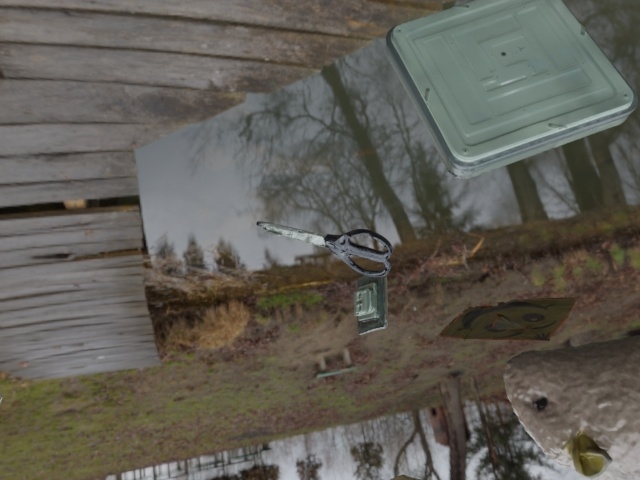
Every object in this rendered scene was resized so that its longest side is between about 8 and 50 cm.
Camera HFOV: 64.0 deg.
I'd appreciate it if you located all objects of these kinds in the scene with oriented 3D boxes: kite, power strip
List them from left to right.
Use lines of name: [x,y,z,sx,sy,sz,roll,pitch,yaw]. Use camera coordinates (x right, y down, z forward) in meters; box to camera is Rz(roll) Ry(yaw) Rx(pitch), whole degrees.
power strip: [0.151,0.206,1.718,0.064,0.199,0.213,6,161,-22]
kite: [0.475,0.195,1.259,0.377,0.013,0.327,-13,-173,-3]

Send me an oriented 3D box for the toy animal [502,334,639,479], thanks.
toy animal: [0.498,0.277,0.836,0.358,0.227,0.188,-18,142,28]

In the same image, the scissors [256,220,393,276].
scissors: [0.000,0.000,1.020,0.299,0.022,0.109,15,133,20]

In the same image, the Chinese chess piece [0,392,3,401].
Chinese chess piece: [-0.656,0.354,0.870,0.103,0.250,0.249,33,145,-19]

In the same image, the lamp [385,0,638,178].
lamp: [0.257,-0.238,0.725,0.266,0.269,0.047,-19,155,-3]

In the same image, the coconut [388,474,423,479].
coconut: [0.137,0.609,1.007,0.244,0.239,0.239,-24,163,-2]
